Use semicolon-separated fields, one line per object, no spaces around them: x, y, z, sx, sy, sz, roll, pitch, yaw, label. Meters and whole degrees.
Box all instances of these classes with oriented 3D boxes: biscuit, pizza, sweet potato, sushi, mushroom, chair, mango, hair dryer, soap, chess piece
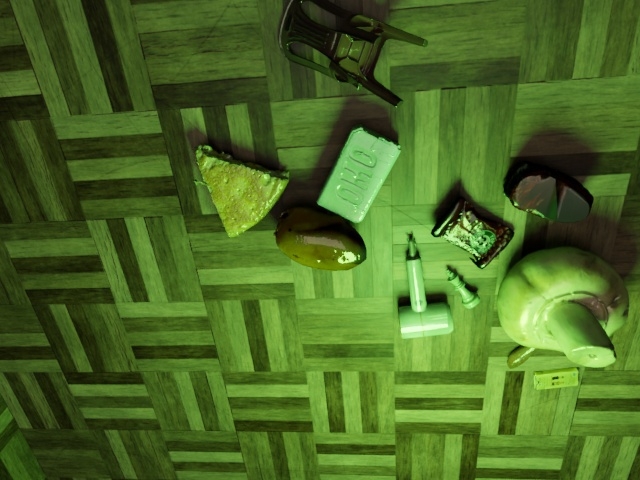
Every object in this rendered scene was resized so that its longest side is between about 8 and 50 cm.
0.454;-0.022;1.375;0.235;0.063;0.151;31;117;-14;biscuit
-0.252;-0.183;1.360;0.279;0.075;0.288;-36;107;17;pizza
0.723;0.367;1.567;0.050;0.050;0.214;38;112;-14;sweet potato
0.630;-0.132;1.272;0.224;0.126;0.136;21;119;1;sushi
0.707;0.209;1.358;0.353;0.353;0.325;45;144;-17;mushroom
0.066;-0.482;1.144;0.326;0.183;0.176;44;125;33;chair
0.000;0.000;1.379;0.286;0.153;0.202;14;124;-2;mango
0.322;0.147;1.469;0.172;0.108;0.358;-9;110;7;hair dryer
0.108;-0.191;1.303;0.150;0.094;0.262;24;118;-7;soap
0.449;0.149;1.473;0.059;0.059;0.149;-36;105;21;chess piece

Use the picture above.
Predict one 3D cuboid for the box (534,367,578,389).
0.840;0.494;1.636;0.148;0.020;0.073;-9;118;10;box
